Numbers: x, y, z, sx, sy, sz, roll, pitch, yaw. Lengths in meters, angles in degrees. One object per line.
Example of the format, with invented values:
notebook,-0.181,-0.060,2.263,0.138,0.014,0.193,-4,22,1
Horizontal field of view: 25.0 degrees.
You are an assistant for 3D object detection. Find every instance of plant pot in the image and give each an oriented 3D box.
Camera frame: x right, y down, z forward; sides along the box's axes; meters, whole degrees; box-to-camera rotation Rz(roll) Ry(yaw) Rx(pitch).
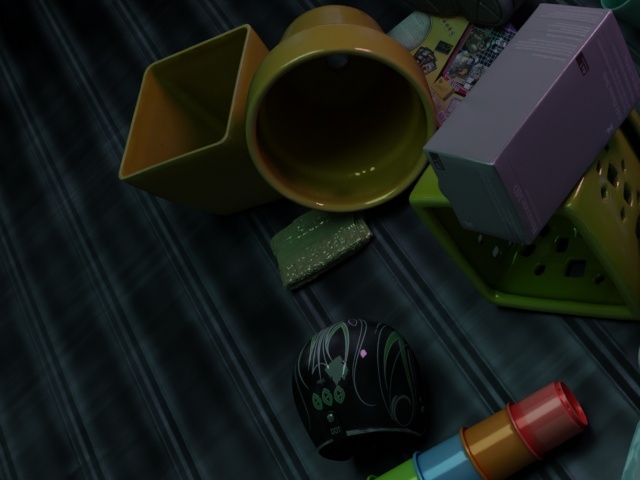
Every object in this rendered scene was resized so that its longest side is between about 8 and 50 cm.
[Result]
plant pot,0.276,-0.057,1.684,0.227,0.228,0.207,4,56,40
plant pot,0.024,-0.205,1.996,0.254,0.254,0.239,-32,29,18
plant pot,-0.140,-0.155,2.126,0.212,0.187,0.212,-16,51,35

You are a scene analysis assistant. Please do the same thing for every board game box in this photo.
board game box,0.198,-0.262,2.034,0.165,0.042,0.243,-38,42,12

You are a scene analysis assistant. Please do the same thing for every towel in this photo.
towel,0.000,0.000,2.017,0.148,0.027,0.110,-33,44,14

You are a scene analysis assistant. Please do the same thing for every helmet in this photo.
helmet,0.045,0.174,1.760,0.169,0.169,0.161,-22,65,27

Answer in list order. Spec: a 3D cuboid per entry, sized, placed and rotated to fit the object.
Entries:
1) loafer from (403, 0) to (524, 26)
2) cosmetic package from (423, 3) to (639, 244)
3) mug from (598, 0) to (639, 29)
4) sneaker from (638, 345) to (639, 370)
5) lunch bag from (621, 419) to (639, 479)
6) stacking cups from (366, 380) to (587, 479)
loafer,0.187,-0.371,2.042,0.084,0.096,0.267,-40,45,-22
cosmetic package,0.226,-0.125,1.516,0.107,0.127,0.238,13,58,42
mug,0.430,-0.331,1.839,0.129,0.097,0.158,-60,17,17
sneaker,0.479,0.124,1.427,0.385,0.147,0.145,8,67,45
lunch bag,0.383,0.318,1.359,0.223,0.160,0.262,15,82,42
stacking cups,0.151,0.257,1.649,0.316,0.096,0.096,-35,43,12
